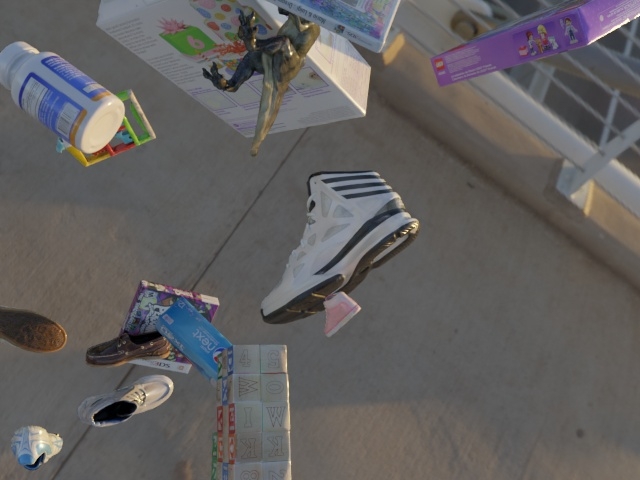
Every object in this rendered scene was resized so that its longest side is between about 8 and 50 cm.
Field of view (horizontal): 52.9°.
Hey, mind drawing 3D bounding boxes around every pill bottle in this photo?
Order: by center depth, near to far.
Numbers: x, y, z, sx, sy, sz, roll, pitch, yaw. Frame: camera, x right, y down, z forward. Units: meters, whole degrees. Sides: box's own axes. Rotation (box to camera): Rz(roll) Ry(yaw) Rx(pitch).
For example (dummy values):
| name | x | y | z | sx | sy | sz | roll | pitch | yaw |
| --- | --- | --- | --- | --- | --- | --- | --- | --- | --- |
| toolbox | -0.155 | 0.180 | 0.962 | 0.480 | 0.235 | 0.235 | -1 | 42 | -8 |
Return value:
| name | x | y | z | sx | sy | sz | roll | pitch | yaw |
| --- | --- | --- | --- | --- | --- | --- | --- | --- | --- |
| pill bottle | -0.604 | -0.334 | 1.478 | 0.272 | 0.152 | 0.152 | 36 | 54 | 5 |

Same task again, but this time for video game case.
| name | x | y | z | sx | sy | sz | roll | pitch | yaw |
| --- | --- | --- | --- | --- | --- | --- | --- | --- | --- |
| video game case | 0.013 | -0.267 | 0.671 | 0.143 | 0.019 | 0.157 | 24 | 46 | -5 |
| video game case | -0.404 | 0.229 | 1.673 | 0.210 | 0.232 | 0.042 | 18 | 20 | -27 |

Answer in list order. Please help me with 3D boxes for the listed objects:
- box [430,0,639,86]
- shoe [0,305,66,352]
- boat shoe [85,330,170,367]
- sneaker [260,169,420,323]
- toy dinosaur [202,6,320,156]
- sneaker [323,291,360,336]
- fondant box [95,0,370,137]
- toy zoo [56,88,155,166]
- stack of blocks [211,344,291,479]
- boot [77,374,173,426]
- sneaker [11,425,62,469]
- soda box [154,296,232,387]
| name | x | y | z | sx | sy | sz | roll | pitch | yaw |
| --- | --- | --- | --- | --- | --- | --- | --- | --- | --- |
| box | 0.351 | -0.336 | 1.048 | 0.200 | 0.293 | 0.057 | -31 | 106 | -29 |
| shoe | -0.607 | 0.164 | 1.256 | 0.219 | 0.058 | 0.077 | 24 | 77 | -28 |
| boat shoe | -0.477 | 0.261 | 1.598 | 0.206 | 0.073 | 0.073 | -7 | 34 | -26 |
| sneaker | 0.001 | 0.000 | 1.553 | 0.258 | 0.447 | 0.169 | 60 | 18 | 22 |
| toy dinosaur | -0.064 | -0.211 | 0.754 | 0.118 | 0.268 | 0.064 | -2 | 39 | -46 |
| sneaker | 0.031 | 0.156 | 1.404 | 0.070 | 0.134 | 0.051 | 45 | 49 | 6 |
| fondant box | -0.108 | -0.277 | 0.922 | 0.330 | 0.238 | 0.096 | 31 | 61 | -52 |
| toy zoo | -0.696 | -0.346 | 2.036 | 0.293 | 0.192 | 0.030 | -24 | 50 | -4 |
| stack of blocks | -0.112 | 0.322 | 1.006 | 0.087 | 0.171 | 0.297 | 3 | 73 | -20 |
| boot | -0.492 | 0.428 | 1.686 | 0.258 | 0.123 | 0.095 | -15 | 98 | -34 |
| sneaker | -0.623 | 0.459 | 1.408 | 0.085 | 0.237 | 0.086 | 5 | 68 | -8 |
| soda box | -0.231 | 0.215 | 1.284 | 0.210 | 0.071 | 0.067 | 45 | 57 | 2 |
